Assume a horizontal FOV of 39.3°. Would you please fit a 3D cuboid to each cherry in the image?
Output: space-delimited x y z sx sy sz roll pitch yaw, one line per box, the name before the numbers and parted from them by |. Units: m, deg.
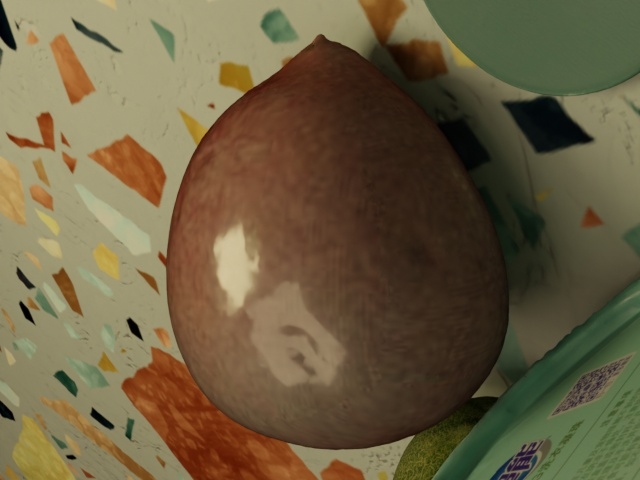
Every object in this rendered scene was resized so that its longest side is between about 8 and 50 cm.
cherry | -0.004 0.010 0.573 0.239 0.206 0.239 39 153 24

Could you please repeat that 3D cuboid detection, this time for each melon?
melon | 0.120 0.197 0.659 0.139 0.139 0.192 26 136 29

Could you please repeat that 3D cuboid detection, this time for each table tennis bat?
table tennis bat | 0.083 -0.175 0.470 0.244 0.040 0.153 41 141 7

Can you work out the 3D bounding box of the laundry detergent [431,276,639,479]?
laundry detergent | 0.235 0.172 0.395 0.305 0.287 0.287 49 143 4
